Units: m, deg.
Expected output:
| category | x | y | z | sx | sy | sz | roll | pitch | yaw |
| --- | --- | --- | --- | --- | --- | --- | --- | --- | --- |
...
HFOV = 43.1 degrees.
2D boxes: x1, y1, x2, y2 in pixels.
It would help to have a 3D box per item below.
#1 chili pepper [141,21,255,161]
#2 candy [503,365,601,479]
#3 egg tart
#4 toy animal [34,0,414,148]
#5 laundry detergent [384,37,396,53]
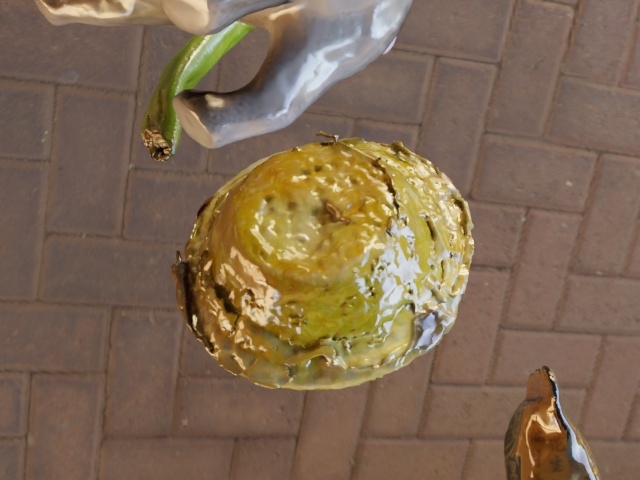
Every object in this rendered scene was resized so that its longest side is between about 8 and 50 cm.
| category | x | y | z | sx | sy | sz | roll | pitch | yaw |
| --- | --- | --- | --- | --- | --- | --- | --- | --- | --- |
| chili pepper | -0.126 | -0.162 | 0.798 | 0.050 | 0.052 | 0.201 | 38 | 61 | -22 |
| candy | 0.237 | 0.261 | 0.817 | 0.101 | 0.143 | 0.271 | -7 | 82 | 0 |
| egg tart | 0.000 | 0.000 | 0.757 | 0.295 | 0.294 | 0.116 | -22 | 148 | -5 |
| toy animal | -0.056 | -0.249 | 0.643 | 0.303 | 0.344 | 0.194 | -38 | 148 | -20 |
| laundry detergent | 0.045 | -0.393 | 1.139 | 0.088 | 0.335 | 0.159 | -12 | 71 | 10 |
